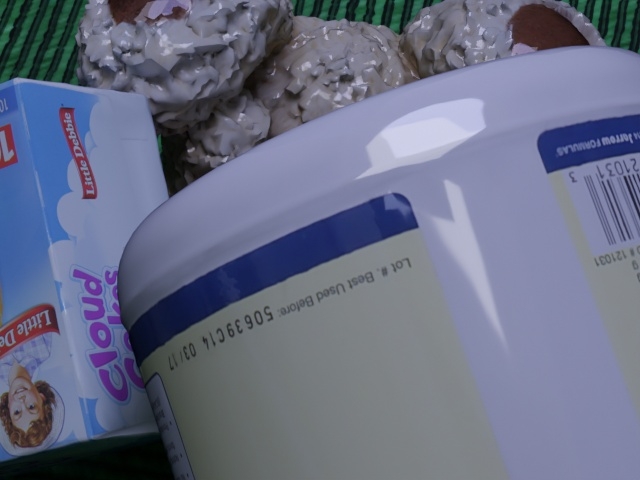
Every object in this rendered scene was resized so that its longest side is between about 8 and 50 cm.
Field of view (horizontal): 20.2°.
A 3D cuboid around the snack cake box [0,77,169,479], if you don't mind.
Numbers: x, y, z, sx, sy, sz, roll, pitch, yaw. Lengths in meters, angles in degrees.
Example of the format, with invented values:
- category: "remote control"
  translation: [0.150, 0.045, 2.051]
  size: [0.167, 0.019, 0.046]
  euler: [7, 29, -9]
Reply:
- category: "snack cake box"
  translation: [-0.187, 0.040, 0.810]
  size: [0.264, 0.089, 0.152]
  euler: [-18, 79, 32]

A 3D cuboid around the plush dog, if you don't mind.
- category: "plush dog"
  translation: [0.000, 0.000, 0.888]
  size: [0.262, 0.210, 0.225]
  euler: [8, 71, -5]

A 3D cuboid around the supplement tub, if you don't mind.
- category: "supplement tub"
  translation: [0.078, 0.116, 0.675]
  size: [0.235, 0.235, 0.325]
  euler: [-18, 80, -7]
